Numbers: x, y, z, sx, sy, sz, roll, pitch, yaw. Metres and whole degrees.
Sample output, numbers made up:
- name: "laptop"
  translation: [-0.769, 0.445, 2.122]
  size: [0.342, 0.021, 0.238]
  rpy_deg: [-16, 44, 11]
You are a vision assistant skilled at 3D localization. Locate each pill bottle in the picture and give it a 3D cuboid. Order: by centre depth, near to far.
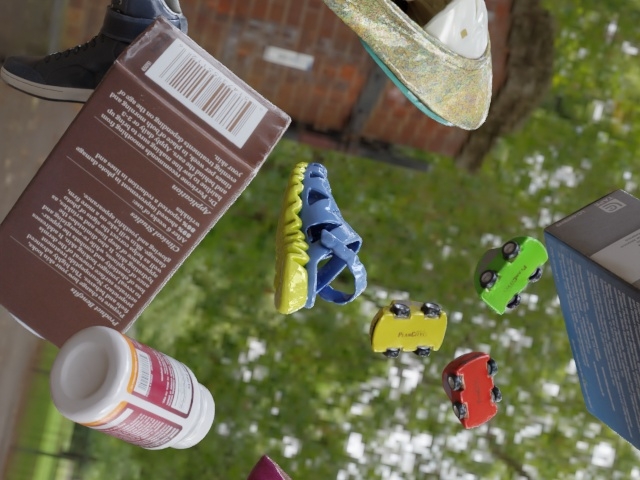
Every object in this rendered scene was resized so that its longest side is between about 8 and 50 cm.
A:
- name: "pill bottle"
  translation: [-0.163, 0.137, 1.243]
  size: [0.152, 0.086, 0.086]
  rpy_deg: [36, 58, -52]

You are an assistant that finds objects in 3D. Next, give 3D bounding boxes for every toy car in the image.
- name: "toy car"
  translation: [0.180, 0.084, 1.654]
  size: [0.225, 0.239, 0.053]
  rpy_deg: [-50, -144, -1]

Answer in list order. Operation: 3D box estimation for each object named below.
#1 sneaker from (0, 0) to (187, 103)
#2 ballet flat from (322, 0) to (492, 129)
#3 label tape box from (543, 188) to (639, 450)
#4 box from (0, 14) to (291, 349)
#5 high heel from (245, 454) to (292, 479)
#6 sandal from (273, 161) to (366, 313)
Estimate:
- name: "sneaker"
  translation: [-0.261, -0.238, 1.621]
  size: [0.086, 0.226, 0.163]
  rpy_deg: [-54, 152, -68]
- name: "ballet flat"
  translation: [0.052, -0.206, 1.056]
  size: [0.123, 0.348, 0.123]
  rpy_deg: [-31, -141, 29]
- name: "label tape box"
  translation: [0.363, 0.123, 1.338]
  size: [0.333, 0.106, 0.241]
  rpy_deg: [42, -25, 59]
- name: "box"
  translation: [-0.220, -0.044, 1.573]
  size: [0.381, 0.191, 0.143]
  rpy_deg: [-47, -172, 33]
- name: "high heel"
  translation: [0.008, 0.353, 1.813]
  size: [0.082, 0.244, 0.117]
  rpy_deg: [52, 49, -52]
- name: "sandal"
  translation: [0.000, 0.000, 2.194]
  size: [0.317, 0.138, 0.126]
  rpy_deg: [-90, -170, -45]
